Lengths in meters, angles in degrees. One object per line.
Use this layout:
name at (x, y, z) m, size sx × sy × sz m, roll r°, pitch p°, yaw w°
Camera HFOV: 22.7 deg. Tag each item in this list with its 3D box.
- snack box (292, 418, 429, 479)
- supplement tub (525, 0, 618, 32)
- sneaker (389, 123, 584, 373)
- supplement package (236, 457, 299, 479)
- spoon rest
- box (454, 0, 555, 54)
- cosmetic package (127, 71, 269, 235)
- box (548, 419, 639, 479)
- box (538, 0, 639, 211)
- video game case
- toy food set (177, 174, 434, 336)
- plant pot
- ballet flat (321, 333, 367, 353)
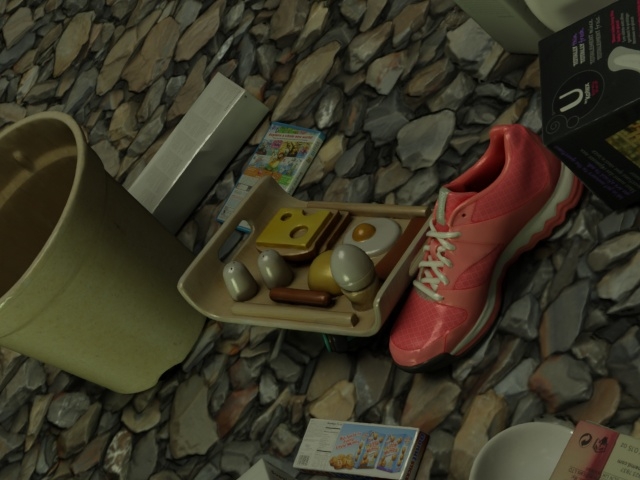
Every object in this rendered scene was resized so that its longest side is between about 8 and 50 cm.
snack box at (0.044, 0.241, 1.823) m, size 0.178 × 0.022 × 0.064 m, roll -2°, pitch 59°, yaw 47°
supplement tub at (0.354, -0.398, 1.826) m, size 0.228 × 0.228 × 0.316 m, roll -18°, pitch 42°, yaw 38°
sneaker at (0.157, 0.001, 1.802) m, size 0.314 × 0.136 × 0.116 m, roll -55°, pitch 35°, yaw -2°
supplement package at (-0.047, 0.351, 1.760) m, size 0.105 × 0.105 × 0.179 m, roll -43°, pitch 37°, yaw 15°
spoon rest at (0.177, 0.275, 1.503) m, size 0.137 × 0.084 × 0.276 m, roll 24°, pitch 56°, yaw 24°
box at (0.240, -0.325, 1.951) m, size 0.091 × 0.170 × 0.130 m, roll 11°, pitch 69°, yaw 49°
cosmetic package at (-0.183, -0.125, 2.339) m, size 0.239 × 0.060 × 0.099 m, roll -52°, pitch 34°, yaw 1°
box at (0.263, 0.302, 1.427) m, size 0.127 × 0.148 × 0.232 m, roll 15°, pitch 72°, yaw 52°
box at (0.382, -0.175, 1.694) m, size 0.270 × 0.143 × 0.165 m, roll -25°, pitch 43°, yaw 32°
video game case at (-0.070, -0.086, 2.224) m, size 0.119 × 0.015 × 0.166 m, roll 17°, pitch 74°, yaw 53°
toy food set at (0.000, 0.000, 1.924) m, size 0.306 × 0.092 × 0.220 m, roll 5°, pitch 45°, yaw 37°
plant pot at (-0.325, 0.047, 2.146) m, size 0.334 × 0.305 × 0.334 m, roll -29°, pitch 42°, yaw 30°
ballet flat at (0.013, 0.071, 1.968) m, size 0.074 × 0.074 × 0.203 m, roll -46°, pitch 31°, yaw 9°
